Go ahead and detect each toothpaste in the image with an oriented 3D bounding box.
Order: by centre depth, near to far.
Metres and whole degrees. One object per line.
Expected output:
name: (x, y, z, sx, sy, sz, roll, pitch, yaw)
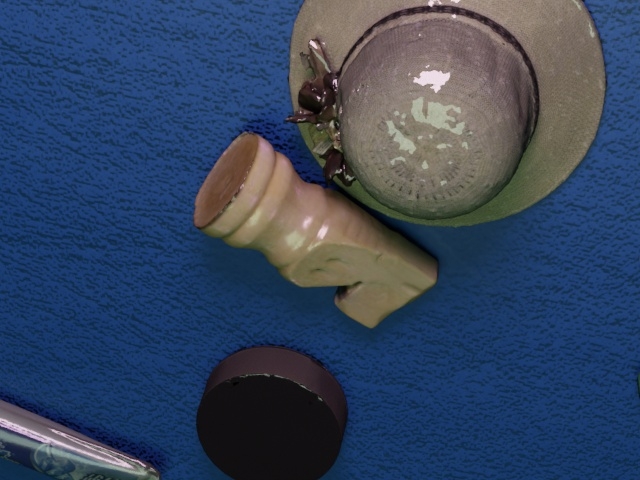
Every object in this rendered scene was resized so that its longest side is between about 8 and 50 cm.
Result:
toothpaste: (-0.280, 0.186, 1.383, 0.268, 0.047, 0.069, 23, 109, -8)

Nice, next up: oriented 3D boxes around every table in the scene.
table: (-0.044, 0.161, 1.323, 0.133, 0.043, 0.134, 4, 121, 7)

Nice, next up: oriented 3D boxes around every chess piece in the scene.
chess piece: (0.000, 0.000, 1.208, 0.200, 0.090, 0.090, 32, 121, -22)

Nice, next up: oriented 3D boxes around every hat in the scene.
hat: (0.086, -0.095, 1.102, 0.257, 0.130, 0.257, 5, 120, 8)

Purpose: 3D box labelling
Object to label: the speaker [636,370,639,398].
speaker: (0.313, 0.112, 1.231, 0.075, 0.060, 0.094, 52, 151, -19)
